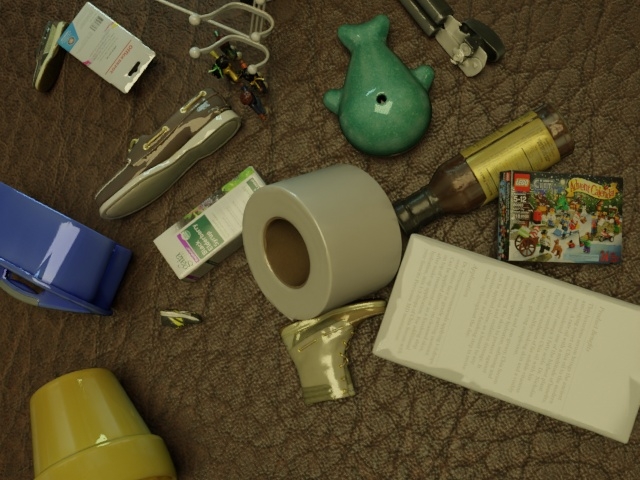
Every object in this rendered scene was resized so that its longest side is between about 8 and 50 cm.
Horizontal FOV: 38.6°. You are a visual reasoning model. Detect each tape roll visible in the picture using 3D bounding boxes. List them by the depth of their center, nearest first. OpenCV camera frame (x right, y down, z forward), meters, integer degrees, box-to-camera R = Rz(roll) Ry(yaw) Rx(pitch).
[{"bbox_3d":[0.000,0.000,1.612,0.169,0.246,0.246,-21,81,-36],"label":"tape roll"}]

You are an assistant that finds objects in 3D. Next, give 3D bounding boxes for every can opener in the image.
[{"bbox_3d":[0.228,-0.428,1.739,0.093,0.074,0.280,-37,82,-32],"label":"can opener"}]

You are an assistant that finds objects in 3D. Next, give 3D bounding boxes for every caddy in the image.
[{"bbox_3d":[-0.522,0.029,1.703,0.341,0.241,0.179,26,84,9],"label":"caddy"}]

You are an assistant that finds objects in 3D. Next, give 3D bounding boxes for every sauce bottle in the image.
[{"bbox_3d":[0.291,-0.123,1.677,0.344,0.111,0.111,-29,82,5],"label":"sauce bottle"}]

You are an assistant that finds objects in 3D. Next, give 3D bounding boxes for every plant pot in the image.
[{"bbox_3d":[-0.419,0.374,1.668,0.254,0.254,0.239,-27,68,4],"label":"plant pot"}]

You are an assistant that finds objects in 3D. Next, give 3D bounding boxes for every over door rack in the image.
[{"bbox_3d":[-0.230,-0.440,1.607,0.324,0.239,0.108,34,68,5],"label":"over door rack"}]

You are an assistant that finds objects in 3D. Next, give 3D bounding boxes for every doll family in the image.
[{"bbox_3d":[-0.154,-0.313,1.747,0.193,0.111,0.076,44,92,8],"label":"doll family"}]

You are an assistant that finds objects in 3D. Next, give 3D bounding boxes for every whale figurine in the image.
[{"bbox_3d":[0.106,-0.292,1.697,0.216,0.141,0.272,-13,83,6],"label":"whale figurine"}]

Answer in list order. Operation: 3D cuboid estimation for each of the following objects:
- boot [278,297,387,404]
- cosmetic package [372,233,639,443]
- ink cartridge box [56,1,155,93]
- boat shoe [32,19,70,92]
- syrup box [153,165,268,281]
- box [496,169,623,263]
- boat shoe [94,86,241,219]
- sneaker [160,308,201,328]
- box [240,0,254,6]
[{"bbox_3d":[0.043,0.205,1.694,0.213,0.077,0.165,-20,82,14],"label":"boot"},{"bbox_3d":[0.343,0.166,1.618,0.453,0.161,0.230,19,88,9],"label":"cosmetic package"},{"bbox_3d":[-0.414,-0.373,1.810,0.181,0.061,0.104,38,91,9],"label":"ink cartridge box"},{"bbox_3d":[-0.547,-0.370,1.835,0.049,0.056,0.152,17,78,13],"label":"boat shoe"},{"bbox_3d":[-0.189,-0.027,1.736,0.237,0.096,0.093,-37,80,2],"label":"syrup box"},{"bbox_3d":[0.428,-0.039,1.630,0.233,0.044,0.159,2,90,-19],"label":"box"},{"bbox_3d":[-0.306,-0.166,1.756,0.324,0.116,0.096,-38,77,-1],"label":"boat shoe"},{"bbox_3d":[-0.269,0.154,1.767,0.083,0.031,0.035,9,100,12],"label":"sneaker"},{"bbox_3d":[-0.050,-0.566,1.662,0.296,0.293,0.073,-19,75,6],"label":"box"}]
